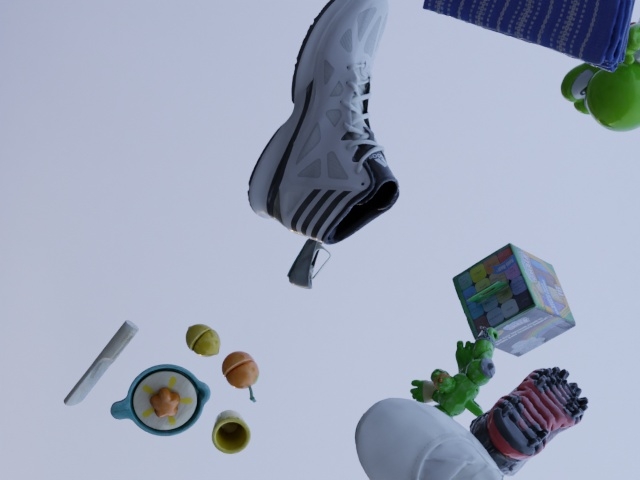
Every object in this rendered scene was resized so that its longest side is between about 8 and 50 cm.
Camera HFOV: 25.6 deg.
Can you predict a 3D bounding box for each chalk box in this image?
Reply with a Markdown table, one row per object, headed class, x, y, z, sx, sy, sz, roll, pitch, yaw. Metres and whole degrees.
| class | x | y | z | sx | sy | sz | roll | pitch | yaw |
| --- | --- | --- | --- | --- | --- | --- | --- | --- | --- |
| chalk box | 0.326 | 0.100 | 2.457 | 0.132 | 0.213 | 0.132 | -31 | -121 | 24 |

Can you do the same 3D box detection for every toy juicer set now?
| class | x | y | z | sx | sy | sz | roll | pitch | yaw |
| --- | --- | --- | --- | --- | --- | --- | --- | --- | --- |
| toy juicer set | -0.259 | 0.240 | 2.438 | 0.089 | 0.329 | 0.209 | -113 | -140 | -72 |

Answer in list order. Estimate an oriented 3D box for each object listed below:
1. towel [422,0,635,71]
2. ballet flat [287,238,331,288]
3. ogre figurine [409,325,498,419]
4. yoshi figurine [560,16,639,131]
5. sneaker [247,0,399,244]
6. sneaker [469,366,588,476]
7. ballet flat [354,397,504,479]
| class | x | y | z | sx | sy | sz | roll | pitch | yaw |
| --- | --- | --- | --- | --- | --- | --- | --- | --- | --- |
| towel | 0.264 | -0.366 | 1.759 | 0.336 | 0.040 | 0.243 | 28 | -63 | 43 |
| ballet flat | 0.000 | 0.000 | 2.908 | 0.072 | 0.068 | 0.213 | 23 | 90 | -79 |
| ogre figurine | 0.207 | 0.222 | 2.142 | 0.097 | 0.197 | 0.118 | 59 | 0 | -13 |
| yoshi figurine | 0.528 | -0.287 | 2.125 | 0.362 | 0.203 | 0.203 | -39 | -94 | 27 |
| sneaker | 0.070 | -0.199 | 2.402 | 0.257 | 0.169 | 0.448 | 29 | -79 | 34 |
| sneaker | 0.282 | 0.259 | 1.987 | 0.135 | 0.276 | 0.098 | -45 | -103 | 31 |
| ballet flat | 0.201 | 0.337 | 1.740 | 0.139 | 0.400 | 0.139 | -31 | -152 | 19 |
